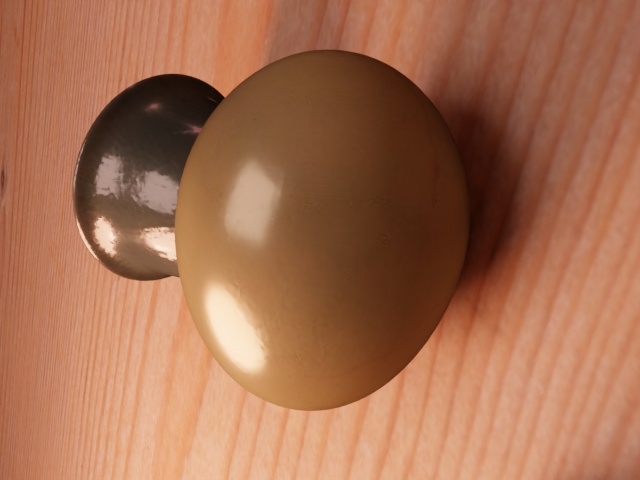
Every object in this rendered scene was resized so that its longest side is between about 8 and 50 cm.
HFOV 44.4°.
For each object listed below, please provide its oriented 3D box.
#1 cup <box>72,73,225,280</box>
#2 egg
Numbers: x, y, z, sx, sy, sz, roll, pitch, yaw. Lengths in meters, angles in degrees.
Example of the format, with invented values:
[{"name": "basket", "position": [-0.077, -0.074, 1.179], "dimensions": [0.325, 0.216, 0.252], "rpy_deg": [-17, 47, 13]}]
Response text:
[{"name": "cup", "position": [-0.094, -0.037, 0.694], "dimensions": [0.150, 0.199, 0.199], "rpy_deg": [21, 109, 39]}, {"name": "egg", "position": [0.000, 0.000, 0.504], "dimensions": [0.186, 0.185, 0.242], "rpy_deg": [41, 132, 51]}]
